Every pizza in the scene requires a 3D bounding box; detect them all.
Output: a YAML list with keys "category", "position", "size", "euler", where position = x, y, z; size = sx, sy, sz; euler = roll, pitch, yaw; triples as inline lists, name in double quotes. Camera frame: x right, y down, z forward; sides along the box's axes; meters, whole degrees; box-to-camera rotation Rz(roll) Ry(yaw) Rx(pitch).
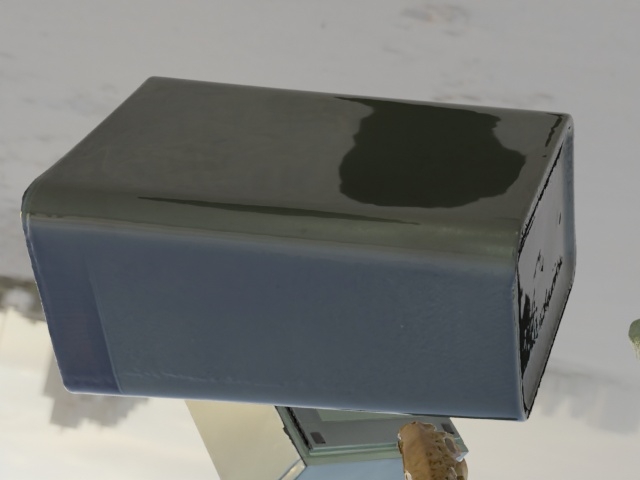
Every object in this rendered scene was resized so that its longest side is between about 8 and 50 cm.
- category: "pizza"
  position: [0.072, 0.240, 0.821]
  size: [0.081, 0.188, 0.204]
  euler: [-10, -156, -1]

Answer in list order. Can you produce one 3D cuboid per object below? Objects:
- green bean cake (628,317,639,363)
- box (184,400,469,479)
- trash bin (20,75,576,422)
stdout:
- category: "green bean cake"
  position: [0.438, 0.139, 1.330]
  size: [0.222, 0.125, 0.248]
  euler: [-25, -112, -41]
- category: "box"
  position: [-0.007, 0.154, 1.342]
  size: [0.225, 0.117, 0.225]
  euler: [4, -134, -44]
- category: "trash bin"
  position: [0.000, 0.000, 0.688]
  size: [0.241, 0.122, 0.164]
  euler: [4, -149, 18]
